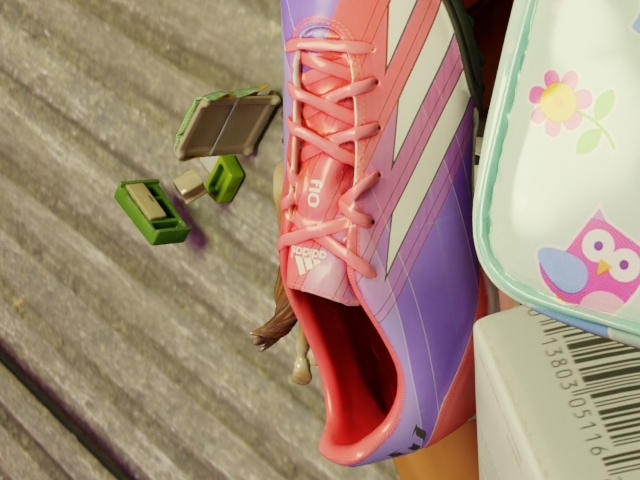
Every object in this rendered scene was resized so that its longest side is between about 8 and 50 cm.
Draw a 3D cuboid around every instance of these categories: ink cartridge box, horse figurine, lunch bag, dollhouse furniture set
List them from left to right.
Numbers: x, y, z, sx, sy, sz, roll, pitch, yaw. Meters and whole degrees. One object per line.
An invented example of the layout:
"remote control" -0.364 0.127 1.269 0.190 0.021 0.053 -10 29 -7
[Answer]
"dollhouse furniture set" -0.096 -0.070 1.099 0.058 0.076 0.151 52 130 29
"horse figurine" 0.000 0.000 0.935 0.066 0.263 0.174 -3 95 4
"ink cartridge box" 0.163 0.264 0.736 0.308 0.091 0.385 -108 7 -51
"lunch bag" 0.181 -0.085 0.556 0.224 0.108 0.279 15 89 29

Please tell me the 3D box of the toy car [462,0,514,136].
"toy car" 0.085 -0.153 0.848 0.159 0.136 0.182 -43 64 42

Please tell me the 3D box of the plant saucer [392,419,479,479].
"plant saucer" 0.095 0.105 0.915 0.200 0.037 0.199 14 106 57

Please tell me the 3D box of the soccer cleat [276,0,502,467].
"soccer cleat" 0.022 -0.033 0.780 0.109 0.116 0.318 7 116 47

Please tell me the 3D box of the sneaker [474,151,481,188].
"sneaker" 0.078 -0.047 0.942 0.083 0.037 0.031 34 117 38

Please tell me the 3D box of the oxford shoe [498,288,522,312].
"oxford shoe" 0.191 -0.077 0.747 0.130 0.123 0.348 30 113 37
